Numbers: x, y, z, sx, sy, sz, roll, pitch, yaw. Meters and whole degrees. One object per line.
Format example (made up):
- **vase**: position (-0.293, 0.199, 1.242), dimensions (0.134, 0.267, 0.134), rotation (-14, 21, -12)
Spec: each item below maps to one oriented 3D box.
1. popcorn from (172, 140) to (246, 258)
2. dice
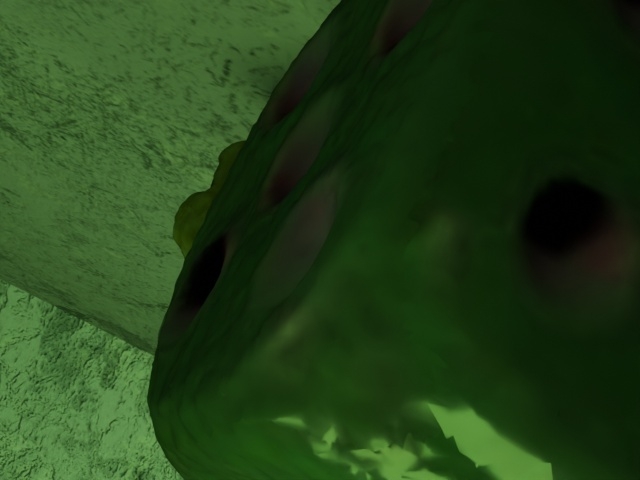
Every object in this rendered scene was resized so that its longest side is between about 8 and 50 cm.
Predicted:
- **popcorn**: position (0.000, 0.000, 1.114), dimensions (0.200, 0.203, 0.226), rotation (36, 172, -15)
- **dice**: position (0.120, 0.033, 0.757), dimensions (0.322, 0.318, 0.330), rotation (31, 159, -17)
